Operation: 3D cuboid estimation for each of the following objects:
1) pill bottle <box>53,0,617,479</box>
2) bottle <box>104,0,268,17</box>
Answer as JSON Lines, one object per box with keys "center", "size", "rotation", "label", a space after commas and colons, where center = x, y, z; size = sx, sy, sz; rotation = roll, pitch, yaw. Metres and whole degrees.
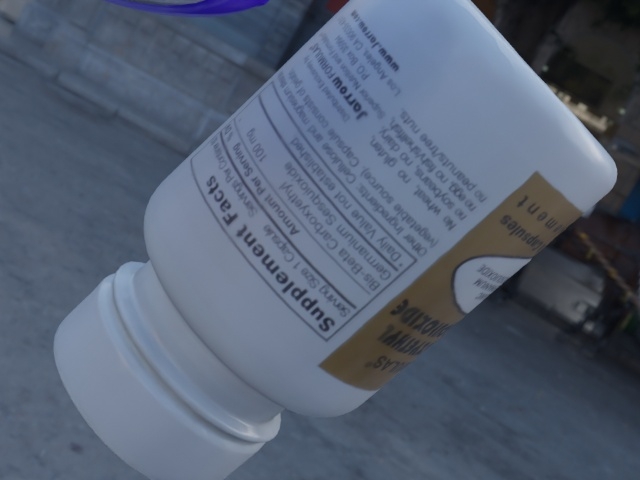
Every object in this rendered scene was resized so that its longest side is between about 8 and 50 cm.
{"center": [0.000, 0.000, 0.518], "size": [0.131, 0.229, 0.131], "rotation": [45, 14, -14], "label": "pill bottle"}
{"center": [-0.106, -0.128, 0.289], "size": [0.118, 0.092, 0.283], "rotation": [20, 6, 28], "label": "bottle"}
